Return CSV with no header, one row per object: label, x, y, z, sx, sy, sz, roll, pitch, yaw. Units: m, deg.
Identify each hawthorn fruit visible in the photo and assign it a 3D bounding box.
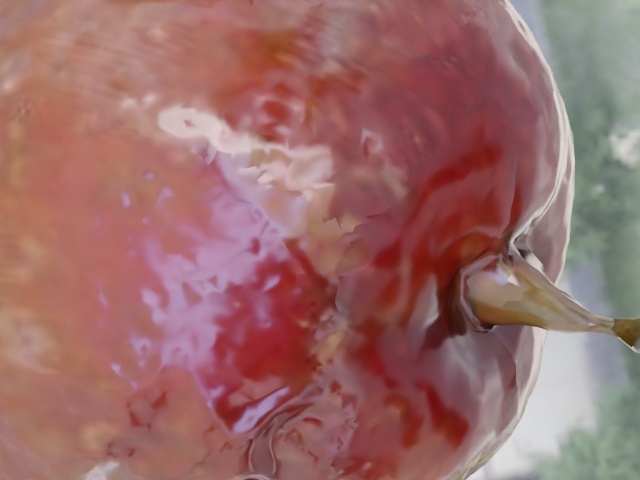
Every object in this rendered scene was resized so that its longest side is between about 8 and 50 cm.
hawthorn fruit,0.000,0.000,0.650,0.242,0.272,0.241,-32,-54,-59
